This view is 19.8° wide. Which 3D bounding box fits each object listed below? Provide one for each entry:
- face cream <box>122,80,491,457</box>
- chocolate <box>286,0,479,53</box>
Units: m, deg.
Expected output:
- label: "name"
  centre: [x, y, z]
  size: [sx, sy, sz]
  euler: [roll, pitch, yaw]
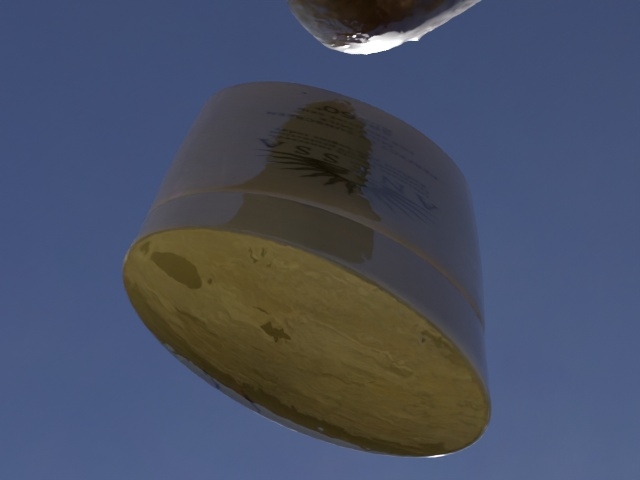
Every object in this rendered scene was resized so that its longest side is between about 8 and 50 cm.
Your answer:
- label: "face cream"
  centre: [0.000, 0.000, 0.923]
  size: [0.173, 0.348, 0.081]
  euler: [21, -74, -2]
- label: "chocolate"
  centre: [0.034, -0.263, 1.061]
  size: [0.100, 0.185, 0.303]
  euler: [9, -56, 56]
